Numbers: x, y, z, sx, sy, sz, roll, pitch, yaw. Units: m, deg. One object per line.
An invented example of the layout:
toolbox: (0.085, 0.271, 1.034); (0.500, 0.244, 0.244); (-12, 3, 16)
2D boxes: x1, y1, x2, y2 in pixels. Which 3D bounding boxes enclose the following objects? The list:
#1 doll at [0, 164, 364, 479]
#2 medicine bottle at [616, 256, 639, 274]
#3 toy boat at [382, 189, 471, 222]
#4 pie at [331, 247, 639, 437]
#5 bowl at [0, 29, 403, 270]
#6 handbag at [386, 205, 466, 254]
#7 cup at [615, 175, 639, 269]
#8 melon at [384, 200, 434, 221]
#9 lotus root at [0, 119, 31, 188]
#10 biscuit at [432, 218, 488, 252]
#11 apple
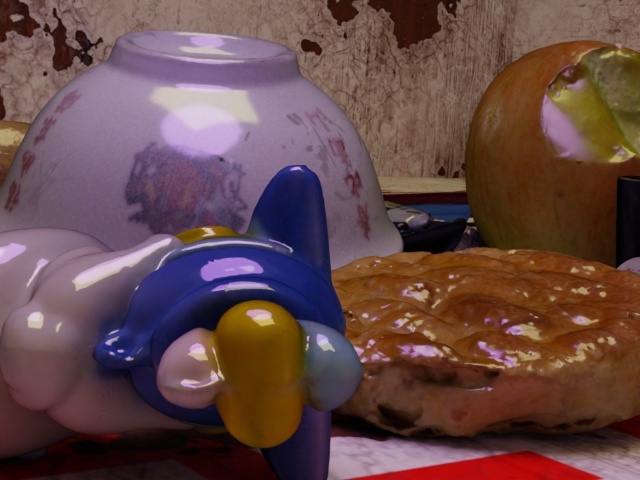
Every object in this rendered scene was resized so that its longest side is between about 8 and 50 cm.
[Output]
doll: (-0.118, 0.070, 0.766); (0.366, 0.187, 0.376); (-3, 27, 20)
medicine bottle: (0.368, 0.075, 1.200); (0.105, 0.105, 0.168); (-1, 8, -35)
toy boat: (0.069, -0.056, 2.062); (0.392, 0.079, 0.136); (3, 2, 9)
pie: (0.127, 0.073, 1.007); (0.339, 0.083, 0.339); (0, 14, 0)
bowl: (-0.122, -0.104, 1.244); (0.435, 0.196, 0.435); (4, 17, -1)
handbag: (-0.027, 0.014, 1.458); (0.329, 0.122, 0.303); (-3, 10, -36)
cup: (0.445, 0.022, 1.386); (0.239, 0.177, 0.166); (1, 6, -22)
melon: (0.117, -0.013, 1.847); (0.202, 0.093, 0.139); (10, -9, -9)
lotus root: (-0.426, -0.083, 1.792); (0.310, 0.182, 0.183); (0, 8, -34)
biscuit: (0.146, 0.015, 1.679); (0.179, 0.084, 0.281); (6, 8, 13)
apple: (0.353, -0.091, 1.605); (0.340, 0.339, 0.339); (4, 7, 0)
